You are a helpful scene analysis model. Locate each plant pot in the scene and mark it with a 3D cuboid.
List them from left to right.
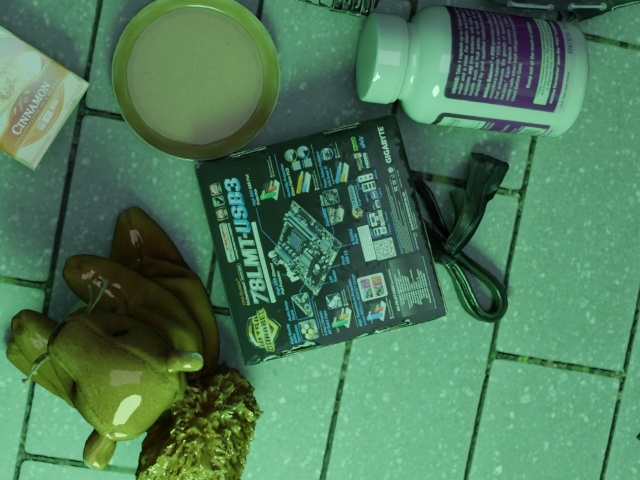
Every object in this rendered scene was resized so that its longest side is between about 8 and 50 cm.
[{"bbox_3d":[-0.175,-0.231,1.806,0.236,0.032,0.236,-1,97,-12],"label":"plant pot"}]

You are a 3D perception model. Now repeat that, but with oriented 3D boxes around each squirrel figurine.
[{"bbox_3d":[-0.213,0.188,1.670,0.281,0.370,0.397,-42,102,-5],"label":"squirrel figurine"}]

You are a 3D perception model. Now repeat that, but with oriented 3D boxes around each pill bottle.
[{"bbox_3d":[0.209,-0.242,1.812,0.302,0.169,0.169,6,95,-12],"label":"pill bottle"}]

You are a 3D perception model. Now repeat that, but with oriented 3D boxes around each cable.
[{"bbox_3d":[0.168,0.010,1.905,0.287,0.072,0.139,33,72,-25],"label":"cable"}]

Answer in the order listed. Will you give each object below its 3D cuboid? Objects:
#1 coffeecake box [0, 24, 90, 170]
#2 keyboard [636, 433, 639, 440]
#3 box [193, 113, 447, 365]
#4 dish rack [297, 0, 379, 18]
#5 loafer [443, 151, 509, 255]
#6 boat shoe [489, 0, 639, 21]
[{"bbox_3d":[-0.428,-0.204,1.739,0.185,0.068,0.142,33,90,-12],"label":"coffeecake box"},{"bbox_3d":[0.580,0.343,2.027,0.180,0.023,0.108,37,88,-12],"label":"keyboard"},{"bbox_3d":[0.000,0.000,1.794,0.293,0.073,0.295,-15,86,3],"label":"box"},{"bbox_3d":[-0.028,-0.426,1.796,0.272,0.074,0.208,11,95,-14],"label":"dish rack"},{"bbox_3d":[0.214,-0.054,1.881,0.061,0.062,0.170,28,65,6],"label":"loafer"},{"bbox_3d":[0.382,-0.369,1.874,0.301,0.108,0.102,-1,129,-23],"label":"boat shoe"}]
